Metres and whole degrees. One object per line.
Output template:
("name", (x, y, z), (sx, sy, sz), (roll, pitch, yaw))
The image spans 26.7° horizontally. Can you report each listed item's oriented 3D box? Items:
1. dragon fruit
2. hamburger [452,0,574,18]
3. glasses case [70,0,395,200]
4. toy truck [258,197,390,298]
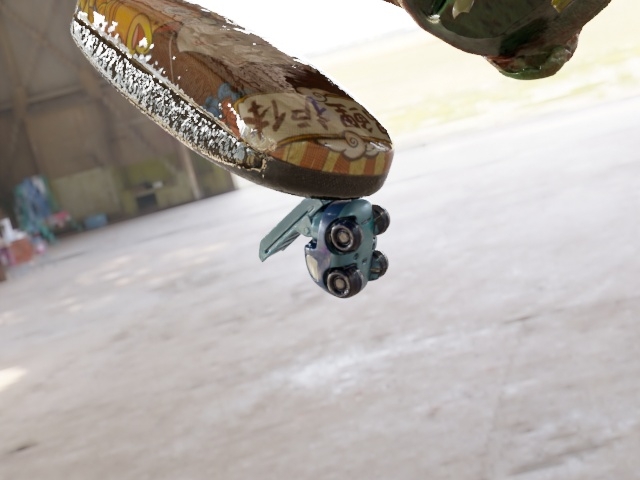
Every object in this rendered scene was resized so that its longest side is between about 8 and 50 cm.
("dragon fruit", (0.154, -0.278, 1.160), (0.295, 0.268, 0.130), (-27, 25, 9))
("hamburger", (0.134, -0.240, 0.738), (0.138, 0.262, 0.243), (20, 16, -6))
("glasses case", (-0.070, -0.113, 0.973), (0.122, 0.082, 0.321), (5, 23, -41))
("toy truck", (0.000, 0.000, 0.963), (0.090, 0.073, 0.056), (14, 24, 30))
